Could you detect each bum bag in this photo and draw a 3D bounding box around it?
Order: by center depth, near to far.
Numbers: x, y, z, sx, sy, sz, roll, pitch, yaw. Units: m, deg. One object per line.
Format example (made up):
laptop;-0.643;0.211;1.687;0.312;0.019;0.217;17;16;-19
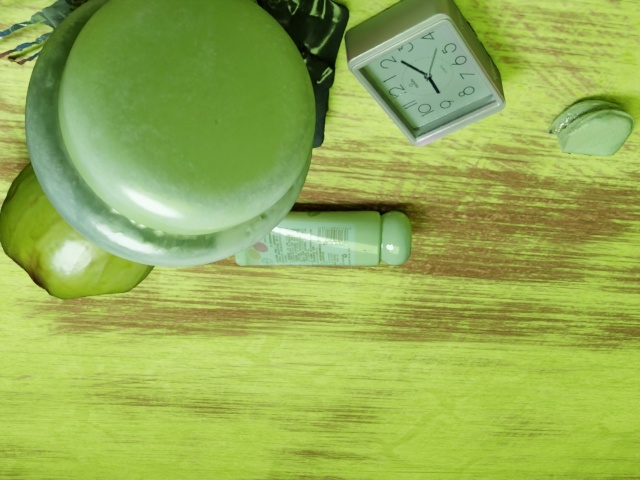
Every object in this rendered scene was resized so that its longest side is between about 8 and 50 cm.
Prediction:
bum bag;-0.038;-0.217;0.997;0.123;0.059;0.248;6;141;-5

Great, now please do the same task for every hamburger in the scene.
hamburger;0.409;-0.169;1.102;0.121;0.054;0.084;9;138;-20

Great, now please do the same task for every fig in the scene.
fig;-0.324;-0.043;1.089;0.271;0.239;0.239;-41;131;18

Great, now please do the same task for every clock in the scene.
clock;0.143;-0.225;0.995;0.150;0.063;0.197;-22;139;26

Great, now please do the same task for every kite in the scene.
kite;-0.316;-0.260;0.919;0.245;0.015;0.141;-12;171;21

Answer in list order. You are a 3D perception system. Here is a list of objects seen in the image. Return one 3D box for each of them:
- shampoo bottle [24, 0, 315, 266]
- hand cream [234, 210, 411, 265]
shampoo bottle;-0.173;-0.128;0.874;0.323;0.322;0.317;13;170;-20
hand cream;0.000;0.000;1.273;0.306;0.093;0.147;-1;142;1
